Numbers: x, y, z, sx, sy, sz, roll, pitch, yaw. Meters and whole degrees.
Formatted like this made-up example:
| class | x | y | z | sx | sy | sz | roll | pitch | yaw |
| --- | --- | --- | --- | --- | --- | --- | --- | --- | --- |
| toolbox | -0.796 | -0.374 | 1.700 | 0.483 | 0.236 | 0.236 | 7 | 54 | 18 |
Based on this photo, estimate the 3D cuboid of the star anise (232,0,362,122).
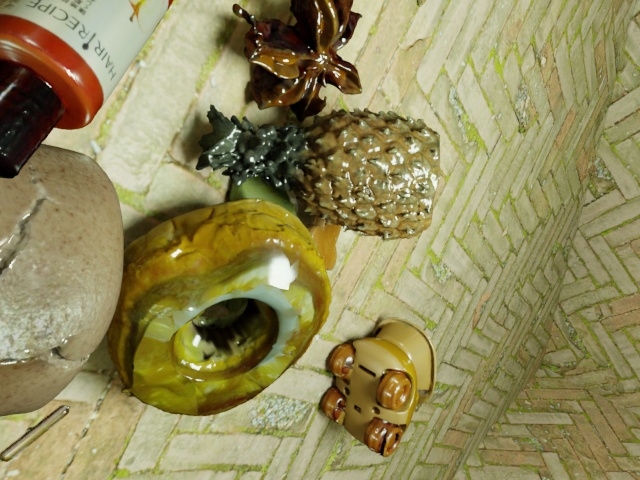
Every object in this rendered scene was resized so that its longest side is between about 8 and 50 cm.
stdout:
| class | x | y | z | sx | sy | sz | roll | pitch | yaw |
| --- | --- | --- | --- | --- | --- | --- | --- | --- | --- |
| star anise | -0.020 | -0.278 | 0.638 | 0.190 | 0.125 | 0.220 | -20 | 152 | -7 |

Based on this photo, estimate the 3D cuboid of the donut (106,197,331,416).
| class | x | y | z | sx | sy | sz | roll | pitch | yaw |
| --- | --- | --- | --- | --- | --- | --- | --- | --- | --- |
| donut | -0.140 | 0.101 | 0.618 | 0.331 | 0.160 | 0.329 | -6 | 115 | -12 |

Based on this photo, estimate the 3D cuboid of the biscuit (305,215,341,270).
| class | x | y | z | sx | sy | sz | roll | pitch | yaw |
| --- | --- | --- | --- | --- | --- | --- | --- | --- | --- |
| biscuit | -0.001 | 0.000 | 0.808 | 0.165 | 0.036 | 0.249 | 48 | 55 | -65 |

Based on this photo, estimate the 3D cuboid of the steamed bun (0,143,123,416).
| class | x | y | z | sx | sy | sz | roll | pitch | yaw |
| --- | --- | --- | --- | --- | --- | --- | --- | --- | --- |
| steamed bun | -0.323 | 0.047 | 0.426 | 0.252 | 0.199 | 0.300 | 16 | 96 | -50 |

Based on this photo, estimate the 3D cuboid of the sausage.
| class | x | y | z | sx | sy | sz | roll | pitch | yaw |
| --- | --- | --- | --- | --- | --- | --- | --- | --- | --- |
| sausage | -0.390 | 0.264 | 0.606 | 0.100 | 0.015 | 0.015 | -41 | 134 | -26 |

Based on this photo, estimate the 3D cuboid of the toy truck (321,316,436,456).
| class | x | y | z | sx | sy | sz | roll | pitch | yaw |
| --- | --- | --- | --- | --- | --- | --- | --- | --- | --- |
| toy truck | 0.145 | 0.349 | 1.074 | 0.212 | 0.204 | 0.287 | -14 | 118 | -45 |

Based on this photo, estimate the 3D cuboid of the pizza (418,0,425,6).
| class | x | y | z | sx | sy | sz | roll | pitch | yaw |
| --- | --- | --- | --- | --- | --- | --- | --- | --- | --- |
| pizza | 0.205 | -0.537 | 0.820 | 0.185 | 0.036 | 0.175 | -2 | 111 | -46 |

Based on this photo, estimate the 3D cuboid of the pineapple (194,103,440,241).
| class | x | y | z | sx | sy | sz | roll | pitch | yaw |
| --- | --- | --- | --- | --- | --- | --- | --- | --- | --- |
| pineapple | 0.002 | -0.113 | 0.663 | 0.363 | 0.202 | 0.201 | 8 | 105 | -15 |

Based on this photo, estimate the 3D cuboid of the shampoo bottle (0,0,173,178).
| class | x | y | z | sx | sy | sz | roll | pitch | yaw |
| --- | --- | --- | --- | --- | --- | --- | --- | --- | --- |
| shampoo bottle | -0.233 | -0.177 | 0.402 | 0.104 | 0.105 | 0.277 | 52 | 44 | -47 |

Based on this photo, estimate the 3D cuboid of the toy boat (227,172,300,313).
| class | x | y | z | sx | sy | sz | roll | pitch | yaw |
| --- | --- | --- | --- | --- | --- | --- | --- | --- | --- |
| toy boat | -0.098 | 0.019 | 0.742 | 0.111 | 0.084 | 0.276 | -13 | 119 | -40 |
